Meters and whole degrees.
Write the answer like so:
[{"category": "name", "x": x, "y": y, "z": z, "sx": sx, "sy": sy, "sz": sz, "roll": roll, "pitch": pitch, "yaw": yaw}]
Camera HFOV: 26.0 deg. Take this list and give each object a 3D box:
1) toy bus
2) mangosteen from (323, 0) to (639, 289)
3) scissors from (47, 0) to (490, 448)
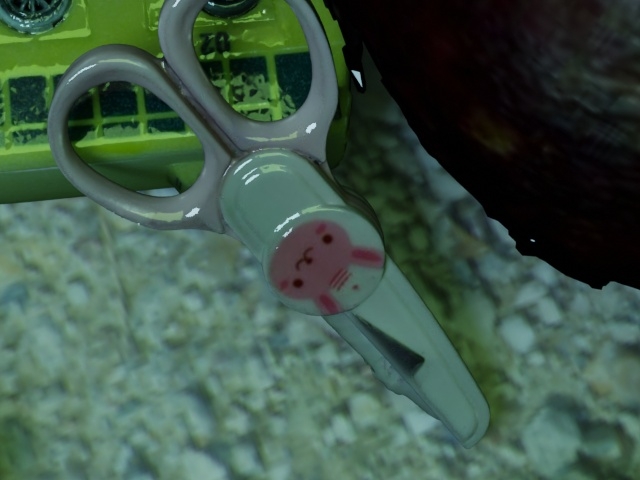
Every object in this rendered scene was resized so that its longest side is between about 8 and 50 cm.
[{"category": "toy bus", "x": -0.069, "y": -0.069, "z": 0.609, "sx": 0.175, "sy": 0.088, "sz": 0.101, "roll": -5, "pitch": 80, "yaw": -5}, {"category": "mangosteen", "x": 0.162, "y": -0.182, "z": 0.516, "sx": 0.381, "sy": 0.381, "sz": 0.421, "roll": -24, "pitch": 81, "yaw": -11}, {"category": "scissors", "x": 0.000, "y": 0.000, "z": 0.576, "sx": 0.118, "sy": 0.030, "sz": 0.242, "roll": -36, "pitch": 114, "yaw": 12}]
